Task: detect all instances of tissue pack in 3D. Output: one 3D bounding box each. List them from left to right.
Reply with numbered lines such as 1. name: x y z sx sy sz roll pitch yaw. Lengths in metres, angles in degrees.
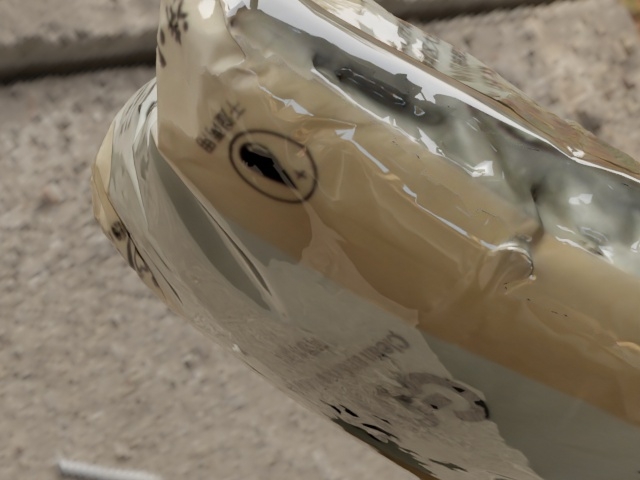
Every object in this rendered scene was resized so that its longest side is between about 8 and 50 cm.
1. tissue pack: 0.065 0.003 0.891 0.390 0.375 0.195 32 76 -8
